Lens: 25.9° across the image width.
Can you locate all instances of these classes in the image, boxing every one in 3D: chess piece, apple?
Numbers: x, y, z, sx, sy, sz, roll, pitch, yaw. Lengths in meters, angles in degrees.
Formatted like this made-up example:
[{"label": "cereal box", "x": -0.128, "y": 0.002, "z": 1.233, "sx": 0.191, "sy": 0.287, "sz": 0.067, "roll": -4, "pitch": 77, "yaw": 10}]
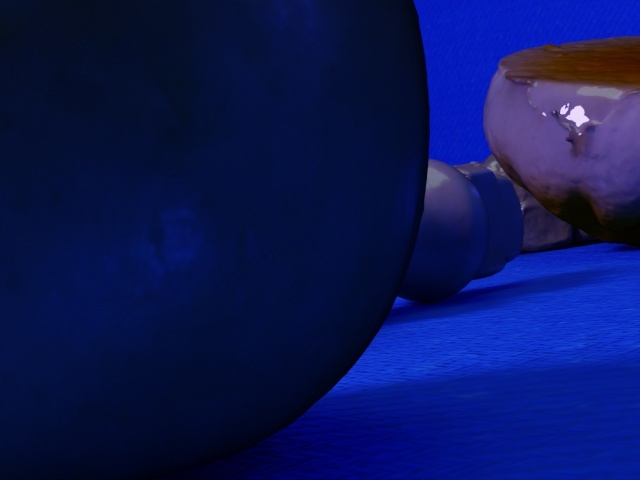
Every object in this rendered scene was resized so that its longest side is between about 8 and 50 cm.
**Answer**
[{"label": "chess piece", "x": 0.000, "y": 0.000, "z": 0.848, "sx": 0.117, "sy": 0.117, "sz": 0.397, "roll": -5, "pitch": 1, "yaw": 43}, {"label": "apple", "x": -0.107, "y": -0.045, "z": 0.439, "sx": 0.292, "sy": 0.254, "sz": 0.292, "roll": -6, "pitch": 7, "yaw": 1}]

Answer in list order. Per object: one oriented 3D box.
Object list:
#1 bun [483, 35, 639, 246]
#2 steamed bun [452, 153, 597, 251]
[{"label": "bun", "x": 0.288, "y": -0.079, "z": 1.218, "sx": 0.299, "sy": 0.164, "sz": 0.299, "roll": -3, "pitch": 16, "yaw": 1}, {"label": "steamed bun", "x": 0.212, "y": -0.046, "z": 1.396, "sx": 0.192, "sy": 0.106, "sz": 0.177, "roll": -5, "pitch": 3, "yaw": -7}]
